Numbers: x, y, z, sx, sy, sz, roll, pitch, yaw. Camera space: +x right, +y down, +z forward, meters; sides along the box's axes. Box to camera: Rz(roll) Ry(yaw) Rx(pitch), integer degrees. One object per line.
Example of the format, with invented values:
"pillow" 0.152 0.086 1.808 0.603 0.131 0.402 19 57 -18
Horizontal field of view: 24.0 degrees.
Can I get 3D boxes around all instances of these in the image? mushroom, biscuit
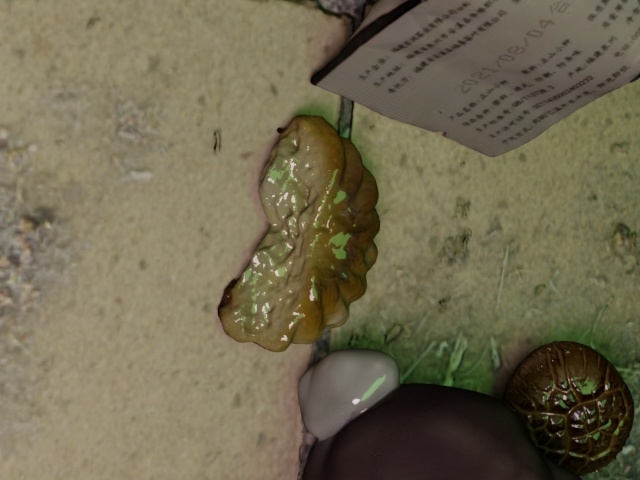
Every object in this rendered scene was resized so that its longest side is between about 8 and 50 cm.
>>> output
"mushroom" 0.213 0.145 1.286 0.126 0.085 0.109 43 72 -22
"biscuit" 0.000 0.000 1.152 0.118 0.061 0.183 17 84 -34

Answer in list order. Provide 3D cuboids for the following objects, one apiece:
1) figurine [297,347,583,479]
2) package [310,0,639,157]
"figurine" 0.142 0.241 1.181 0.365 0.218 0.206 30 76 -37
"package" 0.143 -0.157 1.141 0.204 0.251 0.062 22 42 -29
